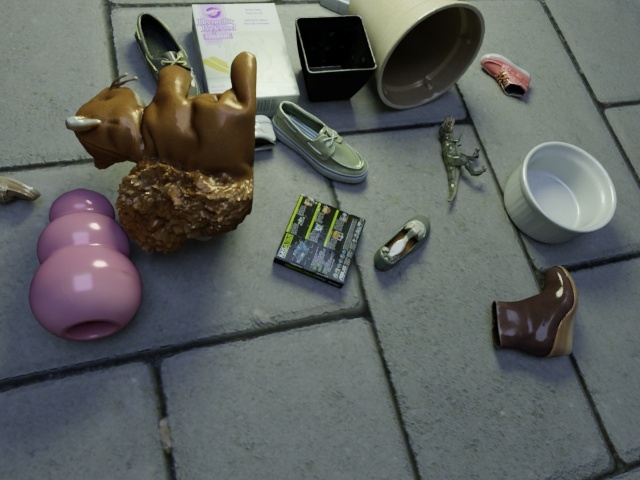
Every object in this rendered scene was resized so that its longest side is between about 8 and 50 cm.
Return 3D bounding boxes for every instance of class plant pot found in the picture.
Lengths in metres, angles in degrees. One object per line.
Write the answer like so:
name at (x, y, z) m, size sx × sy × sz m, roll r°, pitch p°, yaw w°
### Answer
plant pot at (0.030, -0.492, 1.335) m, size 0.188 × 0.167 × 0.188 m, roll -8°, pitch 69°, yaw -12°
plant pot at (0.239, -0.607, 1.374) m, size 0.334 × 0.333 × 0.305 m, roll -19°, pitch 62°, yaw -19°

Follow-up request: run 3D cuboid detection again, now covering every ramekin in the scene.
ramekin at (0.657, -0.125, 1.339) m, size 0.277 × 0.135 × 0.277 m, roll 5°, pitch 67°, yaw -11°

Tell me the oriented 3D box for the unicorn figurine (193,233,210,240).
unicorn figurine at (-0.326, -0.037, 1.139) m, size 0.162 × 0.060 × 0.111 m, roll -23°, pitch 79°, yaw -4°

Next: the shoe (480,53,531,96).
shoe at (0.590, -0.528, 1.529) m, size 0.178 × 0.063 × 0.081 m, roll 25°, pitch 60°, yaw -6°

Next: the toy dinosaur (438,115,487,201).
toy dinosaur at (0.405, -0.227, 1.371) m, size 0.118 × 0.064 × 0.268 m, roll 1°, pitch 70°, yaw -5°

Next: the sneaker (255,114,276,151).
sneaker at (-0.232, -0.253, 1.222) m, size 0.258 × 0.094 × 0.091 m, roll -20°, pitch 69°, yaw -20°

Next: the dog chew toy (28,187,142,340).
dog chew toy at (-0.492, 0.035, 0.999) m, size 0.207 × 0.206 × 0.331 m, roll -11°, pitch 63°, yaw -16°

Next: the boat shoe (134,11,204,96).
boat shoe at (-0.407, -0.474, 1.277) m, size 0.109 × 0.091 × 0.305 m, roll -29°, pitch 76°, yaw -20°

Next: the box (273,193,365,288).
box at (0.000, 0.000, 1.196) m, size 0.184 × 0.045 × 0.190 m, roll 20°, pitch 66°, yaw -1°

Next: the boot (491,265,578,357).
boot at (0.540, 0.168, 1.216) m, size 0.207 × 0.090 × 0.248 m, roll 11°, pitch 70°, yaw -10°

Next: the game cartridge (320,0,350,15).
game cartridge at (0.151, -0.805, 1.557) m, size 0.298 × 0.062 × 0.198 m, roll 8°, pitch 62°, yaw -9°

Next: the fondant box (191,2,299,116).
fondant box at (-0.214, -0.501, 1.328) m, size 0.239 × 0.096 × 0.330 m, roll -9°, pitch 69°, yaw -16°

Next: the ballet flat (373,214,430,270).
ballet flat at (0.224, -0.001, 1.231) m, size 0.213 × 0.068 × 0.072 m, roll -41°, pitch 81°, yaw -24°

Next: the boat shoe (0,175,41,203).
boat shoe at (-0.723, -0.113, 1.081) m, size 0.170 × 0.063 × 0.059 m, roll 16°, pitch 68°, yaw 5°

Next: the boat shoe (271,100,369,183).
boat shoe at (-0.001, -0.258, 1.274) m, size 0.302 × 0.094 × 0.109 m, roll 31°, pitch 65°, yaw 2°

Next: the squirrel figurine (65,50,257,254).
squirrel figurine at (-0.326, -0.177, 1.003) m, size 0.371 × 0.281 × 0.396 m, roll 2°, pitch 75°, yaw -9°
